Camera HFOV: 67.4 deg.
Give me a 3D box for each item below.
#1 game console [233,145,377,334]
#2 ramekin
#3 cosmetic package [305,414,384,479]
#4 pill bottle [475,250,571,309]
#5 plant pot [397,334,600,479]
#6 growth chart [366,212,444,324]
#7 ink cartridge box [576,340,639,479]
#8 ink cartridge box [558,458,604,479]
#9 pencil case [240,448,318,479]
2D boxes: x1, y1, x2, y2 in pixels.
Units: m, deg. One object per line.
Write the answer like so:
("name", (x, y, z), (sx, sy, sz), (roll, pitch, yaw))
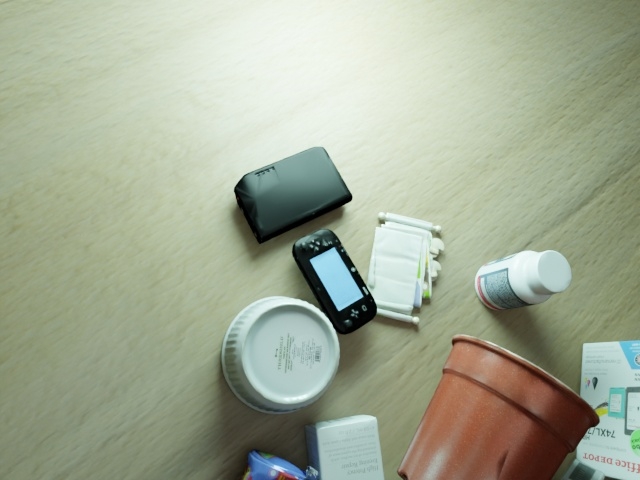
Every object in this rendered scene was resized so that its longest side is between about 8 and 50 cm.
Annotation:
("game console", (0.000, 0.000, 0.930), (0.213, 0.044, 0.362), (-27, 82, -22))
("ramekin", (-0.064, 0.195, 0.834), (0.206, 0.109, 0.208), (5, 74, -17))
("cosmetic package", (0.047, 0.430, 0.822), (0.117, 0.085, 0.231), (-3, 76, -18))
("pill bottle", (0.410, 0.080, 0.977), (0.107, 0.180, 0.108), (4, 75, -16))
("plant pot", (0.286, 0.353, 0.838), (0.272, 0.272, 0.265), (38, 77, -5))
("growth chart", (0.169, 0.055, 0.992), (0.171, 0.021, 0.238), (20, 71, -12))
("ink cartridge box", (0.680, 0.364, 0.979), (0.197, 0.198, 0.270), (19, 70, -13))
("ink cartridge box", (0.413, 0.557, 0.848), (0.275, 0.060, 0.239), (-7, 109, -46))
("pencil case", (-0.105, 0.489, 0.739), (0.133, 0.119, 0.306), (30, 68, -20))
